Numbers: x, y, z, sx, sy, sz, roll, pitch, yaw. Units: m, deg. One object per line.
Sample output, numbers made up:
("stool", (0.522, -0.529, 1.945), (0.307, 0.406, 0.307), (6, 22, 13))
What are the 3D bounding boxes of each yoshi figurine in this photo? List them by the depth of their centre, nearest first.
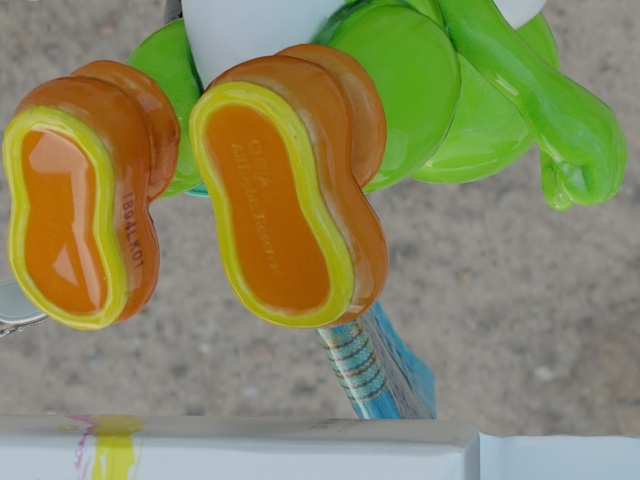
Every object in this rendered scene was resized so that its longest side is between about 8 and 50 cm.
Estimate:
("yoshi figurine", (0.025, -0.061, 0.874), (0.203, 0.362, 0.203), (41, 130, 2))

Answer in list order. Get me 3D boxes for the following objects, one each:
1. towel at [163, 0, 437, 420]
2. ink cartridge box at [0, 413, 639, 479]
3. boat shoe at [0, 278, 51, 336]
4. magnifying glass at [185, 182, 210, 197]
("towel", (0.000, 0.000, 1.222), (0.040, 0.271, 0.370), (-26, 110, 4))
("ink cartridge box", (-0.050, 0.163, 0.674), (0.353, 0.207, 0.119), (-1, 177, 8))
("boat shoe", (-0.282, 0.066, 1.755), (0.125, 0.046, 0.038), (-12, 141, 18))
("magnifying glass", (-0.051, -0.052, 1.637), (0.231, 0.026, 0.092), (33, 118, 18))
